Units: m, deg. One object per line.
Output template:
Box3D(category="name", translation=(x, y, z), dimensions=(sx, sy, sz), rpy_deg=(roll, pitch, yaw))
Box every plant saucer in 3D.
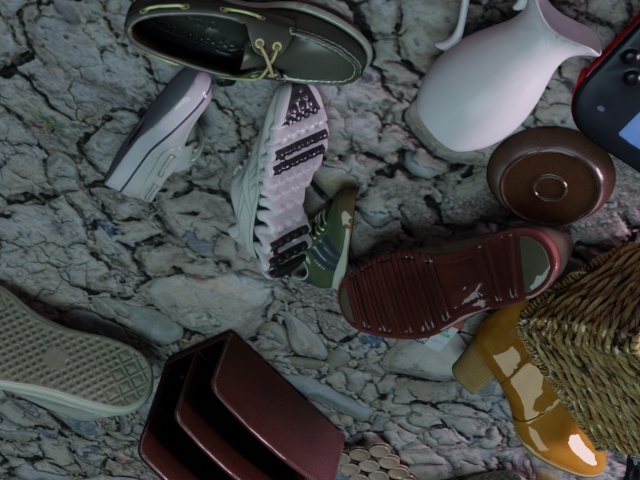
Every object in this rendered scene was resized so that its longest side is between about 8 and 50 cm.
Box3D(category="plant saucer", translation=(0.301, -0.075, 1.593), dimensions=(0.168, 0.029, 0.168), rpy_deg=(8, 135, 8))

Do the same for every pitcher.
Box3D(category="pitcher", translation=(0.197, -0.219, 1.433), dimensions=(0.178, 0.125, 0.207), rpy_deg=(48, 118, -2))

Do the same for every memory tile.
Box3D(category="memory tile", translation=(0.092, 0.394, 2.095), dimensions=(0.113, 0.012, 0.148), rpy_deg=(-15, 133, 23))

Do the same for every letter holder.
Box3D(category="letter holder", translation=(-0.125, 0.334, 1.966), dimensions=(0.152, 0.214, 0.302), rpy_deg=(-25, 122, 33))

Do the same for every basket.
Box3D(category="basket", translation=(0.450, 0.145, 1.665), dimensions=(0.223, 0.213, 0.299), rpy_deg=(4, 140, 53))

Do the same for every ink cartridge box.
Box3D(category="ink cartridge box", translation=(0.178, 0.113, 1.804), dimensions=(0.063, 0.029, 0.115), rpy_deg=(25, 134, -9))

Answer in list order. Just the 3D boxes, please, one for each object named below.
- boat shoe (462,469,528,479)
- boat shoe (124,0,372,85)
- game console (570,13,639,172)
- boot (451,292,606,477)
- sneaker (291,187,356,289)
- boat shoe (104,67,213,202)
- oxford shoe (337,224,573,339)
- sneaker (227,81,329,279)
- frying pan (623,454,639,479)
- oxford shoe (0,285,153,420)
Box3D(category="boat shoe", translation=(0.163, 0.538, 2.112), dimensions=(0.500, 0.187, 0.156), rpy_deg=(-21, 119, 24))
Box3D(category="boat shoe", translation=(-0.089, -0.241, 1.491), dimensions=(0.305, 0.091, 0.109), rpy_deg=(15, 135, 0))
Box3D(category="game console", translation=(0.529, -0.168, 1.424), dimensions=(0.386, 0.060, 0.342), rpy_deg=(29, 133, -14))
Box3D(category="boot", translation=(0.354, 0.209, 1.777), dimensions=(0.295, 0.104, 0.211), rpy_deg=(38, 129, -3))
Box3D(category="sneaker", translation=(0.000, 0.000, 1.717), dimensions=(0.086, 0.064, 0.192), rpy_deg=(8, 138, 1))
Box3D(category="boat shoe", translation=(-0.199, -0.132, 1.625), dimensions=(0.088, 0.096, 0.267), rpy_deg=(29, 135, -19))
Box3D(category="oxford shoe", translation=(0.187, 0.058, 1.676), dimensions=(0.348, 0.130, 0.123), rpy_deg=(-12, 93, 33))
Box3D(category="sneaker", translation=(-0.069, -0.090, 1.627), dimensions=(0.118, 0.110, 0.292), rpy_deg=(37, 131, 33))
Box3D(category="frying pan", translation=(0.521, 0.306, 1.882), dimensions=(0.197, 0.053, 0.326), rpy_deg=(-11, 130, 26))
Box3D(category="oxford shoe", translation=(-0.489, 0.180, 1.966), dimensions=(0.449, 0.169, 0.130), rpy_deg=(22, 156, -7))
